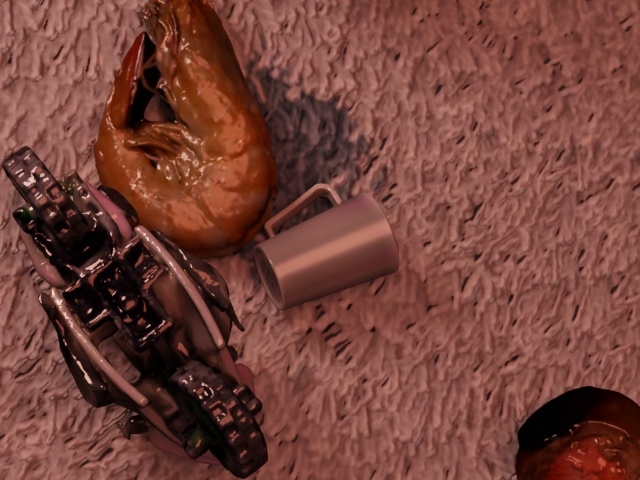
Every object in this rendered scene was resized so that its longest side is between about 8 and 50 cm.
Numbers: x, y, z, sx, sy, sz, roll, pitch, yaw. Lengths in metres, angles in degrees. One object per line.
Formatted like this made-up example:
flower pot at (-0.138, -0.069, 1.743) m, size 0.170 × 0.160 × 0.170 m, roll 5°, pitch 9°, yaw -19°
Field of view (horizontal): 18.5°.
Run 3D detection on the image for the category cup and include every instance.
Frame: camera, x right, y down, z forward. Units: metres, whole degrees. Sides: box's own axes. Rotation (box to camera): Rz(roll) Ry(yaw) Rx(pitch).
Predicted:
cup at (0.000, 0.000, 1.699) m, size 0.116 × 0.074 × 0.104 m, roll -22°, pitch 61°, yaw -14°

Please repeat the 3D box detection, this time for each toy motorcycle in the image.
toy motorcycle at (-0.149, 0.068, 1.598) m, size 0.143 × 0.188 × 0.327 m, roll -38°, pitch 75°, yaw -9°

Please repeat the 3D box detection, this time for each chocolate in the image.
chocolate at (0.241, 0.201, 1.693) m, size 0.127 × 0.124 × 0.133 m, roll -32°, pitch 105°, yaw -27°

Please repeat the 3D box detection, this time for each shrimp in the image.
shrimp at (-0.133, -0.120, 1.691) m, size 0.152 × 0.063 × 0.287 m, roll -18°, pitch 85°, yaw -7°
